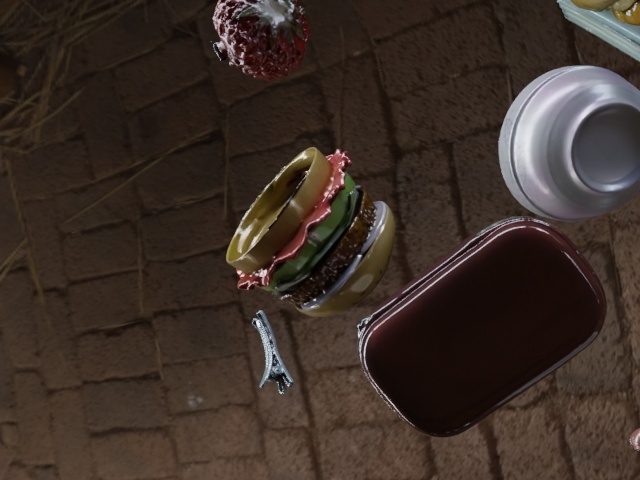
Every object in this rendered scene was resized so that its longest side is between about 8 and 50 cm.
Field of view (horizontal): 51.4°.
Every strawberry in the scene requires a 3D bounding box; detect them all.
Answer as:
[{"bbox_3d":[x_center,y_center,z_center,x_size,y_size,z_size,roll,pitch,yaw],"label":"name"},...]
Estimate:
[{"bbox_3d":[-0.075,-0.290,0.901,0.145,0.145,0.086,60,143,11],"label":"strawberry"}]

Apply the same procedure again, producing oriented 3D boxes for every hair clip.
[{"bbox_3d":[-0.072,0.144,0.868,0.030,0.039,0.115,-52,45,33],"label":"hair clip"}]

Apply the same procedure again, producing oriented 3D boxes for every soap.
[{"bbox_3d":[0.708,-0.544,1.614,0.261,0.150,0.094,43,107,23],"label":"soap"}]

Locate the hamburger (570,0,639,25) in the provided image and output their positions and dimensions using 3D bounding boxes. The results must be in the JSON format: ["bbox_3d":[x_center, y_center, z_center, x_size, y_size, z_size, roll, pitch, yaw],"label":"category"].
[{"bbox_3d":[0.403,-0.416,0.801,0.170,0.314,0.289,22,112,-1],"label":"hamburger"}]

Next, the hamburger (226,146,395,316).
[{"bbox_3d":[-0.002,0.003,0.676,0.137,0.175,0.175,39,111,-15],"label":"hamburger"}]

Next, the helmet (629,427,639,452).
[{"bbox_3d":[0.810,0.485,1.634,0.084,0.049,0.065,-8,50,-8],"label":"helmet"}]

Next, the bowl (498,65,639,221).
[{"bbox_3d":[0.480,-0.169,1.188,0.287,0.144,0.286,-2,100,-10],"label":"bowl"}]

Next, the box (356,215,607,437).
[{"bbox_3d":[0.260,0.145,1.094,0.404,0.108,0.263,-38,92,12],"label":"box"}]
